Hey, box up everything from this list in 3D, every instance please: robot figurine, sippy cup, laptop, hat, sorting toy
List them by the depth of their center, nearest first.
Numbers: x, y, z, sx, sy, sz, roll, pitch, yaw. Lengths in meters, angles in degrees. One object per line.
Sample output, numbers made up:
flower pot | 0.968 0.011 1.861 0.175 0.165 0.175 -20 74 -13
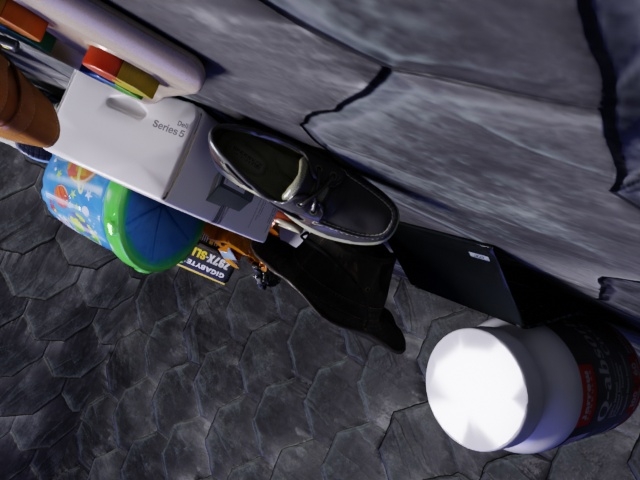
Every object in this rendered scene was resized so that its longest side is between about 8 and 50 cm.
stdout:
sorting toy | -0.209 -0.166 0.444 0.193 0.038 0.208 25 177 -28
laptop | 0.257 0.038 0.838 0.264 0.137 0.234 -6 -165 -33
hat | 0.050 0.045 0.912 0.331 0.134 0.331 34 -173 -5
sippy cup | -0.349 -0.083 0.932 0.224 0.306 0.240 15 -158 23
robot figurine | -0.129 -0.018 1.106 0.085 0.211 0.291 12 164 20

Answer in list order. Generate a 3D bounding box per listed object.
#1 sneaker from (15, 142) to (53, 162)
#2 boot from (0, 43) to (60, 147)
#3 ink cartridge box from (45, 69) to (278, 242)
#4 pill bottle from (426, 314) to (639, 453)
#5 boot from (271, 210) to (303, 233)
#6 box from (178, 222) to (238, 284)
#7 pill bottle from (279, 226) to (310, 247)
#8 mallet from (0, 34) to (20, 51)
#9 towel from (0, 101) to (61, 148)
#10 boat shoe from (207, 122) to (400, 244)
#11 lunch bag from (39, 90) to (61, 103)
sneaker | -0.495 -0.164 0.996 0.144 0.053 0.059 13 168 -30
boot | -0.311 -0.132 0.433 0.283 0.109 0.220 39 172 32
ink cartridge box | -0.189 -0.102 0.716 0.198 0.115 0.273 22 177 20
pill bottle | 0.353 0.227 0.863 0.362 0.210 0.210 6 -171 -40
boot | -0.081 -0.068 0.857 0.157 0.085 0.059 24 180 16
box | -0.298 -0.063 1.243 0.257 0.079 0.322 23 -150 -14
pill bottle | 0.000 0.000 1.155 0.119 0.119 0.208 22 177 25
mallet | -0.462 -0.270 0.630 0.189 0.039 0.062 20 178 -27
towel | -0.492 -0.192 1.083 0.312 0.056 0.324 -1 170 14
boat shoe | -0.021 -0.058 0.556 0.223 0.080 0.073 28 -177 3
lunch bag | -0.603 -0.272 1.206 0.176 0.090 0.219 21 177 20
